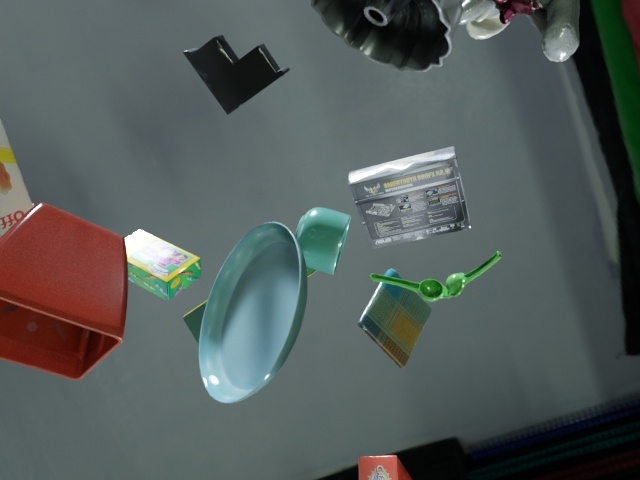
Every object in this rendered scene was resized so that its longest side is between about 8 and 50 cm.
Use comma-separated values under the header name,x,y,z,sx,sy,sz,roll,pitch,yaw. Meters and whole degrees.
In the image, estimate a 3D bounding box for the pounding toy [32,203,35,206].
name,x,y,z,sx,sy,sz,roll,pitch,yaw
pounding toy,-0.925,-0.031,1.792,0.130,0.141,0.100,49,-17,-30

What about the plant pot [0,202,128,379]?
name,x,y,z,sx,sy,sz,roll,pitch,yaw
plant pot,-0.527,0.090,1.094,0.267,0.267,0.236,26,48,-27

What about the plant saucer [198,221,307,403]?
name,x,y,z,sx,sy,sz,roll,pitch,yaw
plant saucer,-0.115,0.123,0.971,0.043,0.317,0.318,23,37,-33

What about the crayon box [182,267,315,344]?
name,x,y,z,sx,sy,sz,roll,pitch,yaw
crayon box,-0.177,0.138,1.650,0.363,0.313,0.106,-32,90,-50

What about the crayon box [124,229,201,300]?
name,x,y,z,sx,sy,sz,roll,pitch,yaw
crayon box,-0.560,0.076,1.877,0.165,0.278,0.081,-42,148,-48

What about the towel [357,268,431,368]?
name,x,y,z,sx,sy,sz,roll,pitch,yaw
towel,0.309,0.311,2.299,0.271,0.040,0.370,46,44,-7

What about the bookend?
name,x,y,z,sx,sy,sz,roll,pitch,yaw
bookend,-0.176,-0.379,1.188,0.157,0.156,0.072,53,19,-16

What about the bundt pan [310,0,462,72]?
name,x,y,z,sx,sy,sz,roll,pitch,yaw
bundt pan,0.135,-0.488,1.101,0.330,0.124,0.331,29,-9,5

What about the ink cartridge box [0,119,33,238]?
name,x,y,z,sx,sy,sz,roll,pitch,yaw
ink cartridge box,-0.766,-0.156,1.083,0.279,0.160,0.385,-41,127,-53

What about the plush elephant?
name,x,y,z,sx,sy,sz,roll,pitch,yaw
plush elephant,0.381,-0.525,1.152,0.272,0.255,0.330,56,45,-27

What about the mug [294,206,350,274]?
name,x,y,z,sx,sy,sz,roll,pitch,yaw
mug,-0.002,0.004,1.181,0.158,0.097,0.130,100,8,-53

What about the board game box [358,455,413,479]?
name,x,y,z,sx,sy,sz,roll,pitch,yaw
board game box,0.132,0.525,0.932,0.317,0.064,0.242,63,23,-50

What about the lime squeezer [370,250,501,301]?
name,x,y,z,sx,sy,sz,roll,pitch,yaw
lime squeezer,0.275,0.086,1.269,0.110,0.310,0.059,62,37,-21

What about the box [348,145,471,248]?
name,x,y,z,sx,sy,sz,roll,pitch,yaw
box,0.194,-0.087,1.211,0.056,0.230,0.183,-82,154,-53
